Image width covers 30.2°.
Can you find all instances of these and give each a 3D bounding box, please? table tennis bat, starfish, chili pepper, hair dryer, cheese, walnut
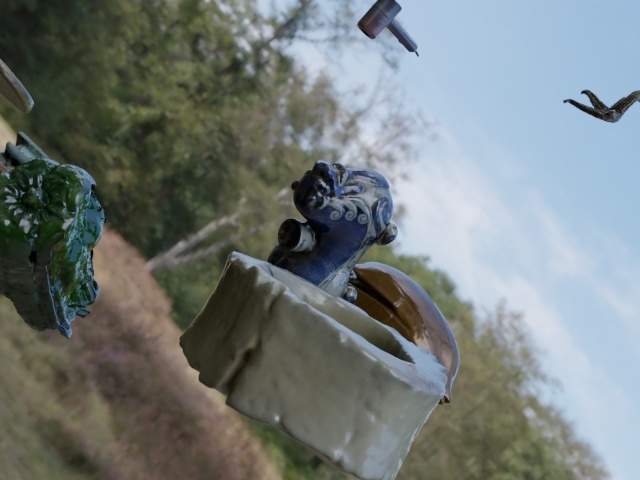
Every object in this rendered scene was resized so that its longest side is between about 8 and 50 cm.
[{"bbox_3d":[-0.630,-0.342,2.168,0.321,0.050,0.198,40,-14,31],"label":"table tennis bat"},{"bbox_3d":[0.438,-0.198,1.817,0.130,0.133,0.041,-68,155,-66],"label":"starfish"},{"bbox_3d":[-0.425,0.013,1.803,0.167,0.213,0.385,20,-27,7],"label":"chili pepper"},{"bbox_3d":[0.110,-0.307,1.765,0.114,0.063,0.037,41,1,-34],"label":"hair dryer"},{"bbox_3d":[-0.009,0.149,1.424,0.292,0.153,0.332,29,2,-17],"label":"cheese"},{"bbox_3d":[0.137,0.182,2.183,0.336,0.209,0.209,50,-6,34],"label":"walnut"}]

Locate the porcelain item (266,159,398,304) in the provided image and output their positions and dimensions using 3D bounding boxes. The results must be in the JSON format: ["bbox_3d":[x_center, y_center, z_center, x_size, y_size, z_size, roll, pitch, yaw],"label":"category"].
[{"bbox_3d":[0.000,0.000,1.964,0.186,0.288,0.138,15,31,-41],"label":"porcelain item"}]

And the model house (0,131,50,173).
[{"bbox_3d":[-0.528,-0.049,2.053,0.224,0.198,0.215,43,27,9],"label":"model house"}]
